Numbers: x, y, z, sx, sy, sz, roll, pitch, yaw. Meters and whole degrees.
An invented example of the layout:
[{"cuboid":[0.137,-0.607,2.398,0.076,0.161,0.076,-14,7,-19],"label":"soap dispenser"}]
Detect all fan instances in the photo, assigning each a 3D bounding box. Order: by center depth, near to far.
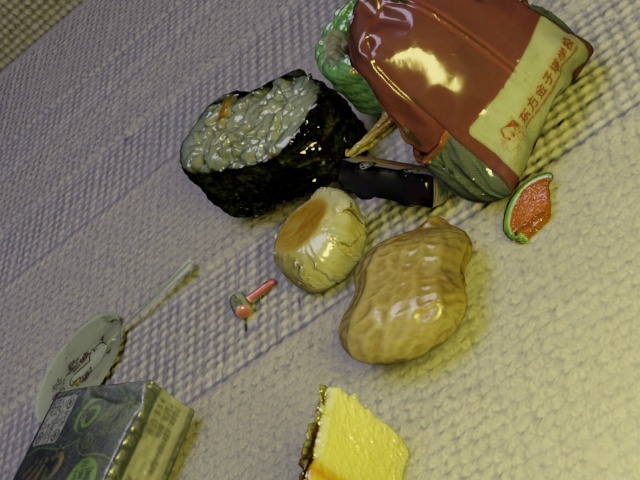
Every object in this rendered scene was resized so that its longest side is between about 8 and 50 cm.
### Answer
[{"cuboid":[-0.363,0.174,2.473,0.414,0.012,0.233,-41,32,19],"label":"fan"}]

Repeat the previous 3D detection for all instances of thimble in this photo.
[{"cuboid":[0.110,-0.309,2.272,0.219,0.150,0.219,-34,33,26],"label":"thimble"}]

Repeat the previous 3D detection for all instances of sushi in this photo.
[{"cuboid":[-0.074,-0.148,2.312,0.350,0.171,0.211,-13,47,46],"label":"sushi"}]

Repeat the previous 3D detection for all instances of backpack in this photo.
[{"cuboid":[0.178,-0.237,1.935,0.283,0.317,0.197,-60,13,-20],"label":"backpack"}]

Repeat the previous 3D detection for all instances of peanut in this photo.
[{"cuboid":[0.119,0.063,1.878,0.197,0.110,0.233,-22,41,38],"label":"peanut"}]

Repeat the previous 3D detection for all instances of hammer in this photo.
[{"cuboid":[-0.104,0.087,2.226,0.083,0.031,0.052,-36,34,1],"label":"hammer"}]

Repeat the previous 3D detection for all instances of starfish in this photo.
[{"cuboid":[0.128,-0.208,2.094,0.048,0.295,0.231,51,126,26],"label":"starfish"}]

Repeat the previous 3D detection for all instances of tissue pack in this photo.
[{"cuboid":[-0.373,0.407,2.115,0.288,0.124,0.394,-13,46,48],"label":"tissue pack"}]

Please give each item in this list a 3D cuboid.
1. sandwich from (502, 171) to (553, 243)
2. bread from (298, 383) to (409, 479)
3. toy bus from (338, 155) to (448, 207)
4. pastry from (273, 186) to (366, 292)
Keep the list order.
[{"cuboid":[0.276,-0.040,1.875,0.069,0.026,0.101,-17,45,36],"label":"sandwich"},{"cuboid":[0.023,0.328,1.695,0.178,0.142,0.266,109,179,-51],"label":"bread"},{"cuboid":[0.107,-0.087,2.062,0.172,0.057,0.072,12,20,38],"label":"toy bus"},{"cuboid":[0.000,0.000,2.126,0.166,0.088,0.166,-32,35,26],"label":"pastry"}]
